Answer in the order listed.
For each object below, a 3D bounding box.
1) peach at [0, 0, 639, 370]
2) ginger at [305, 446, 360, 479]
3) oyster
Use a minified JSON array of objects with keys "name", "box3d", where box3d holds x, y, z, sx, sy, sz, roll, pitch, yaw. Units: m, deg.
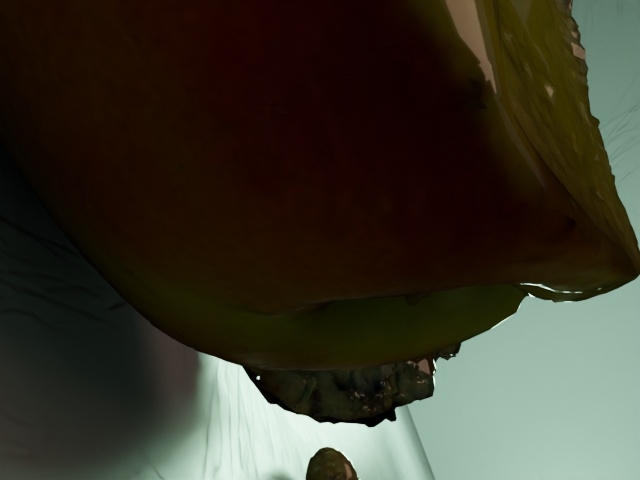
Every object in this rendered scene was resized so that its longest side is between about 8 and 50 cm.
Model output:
[{"name":"peach","box3d":[-0.041,-0.143,0.494,0.306,0.242,0.380,24,54,-55]},{"name":"ginger","box3d":[0.047,0.257,0.877,0.176,0.052,0.193,-117,-176,-58]},{"name":"oyster","box3d":[0.006,-0.001,0.817,0.092,0.198,0.260,-27,-88,49]}]
